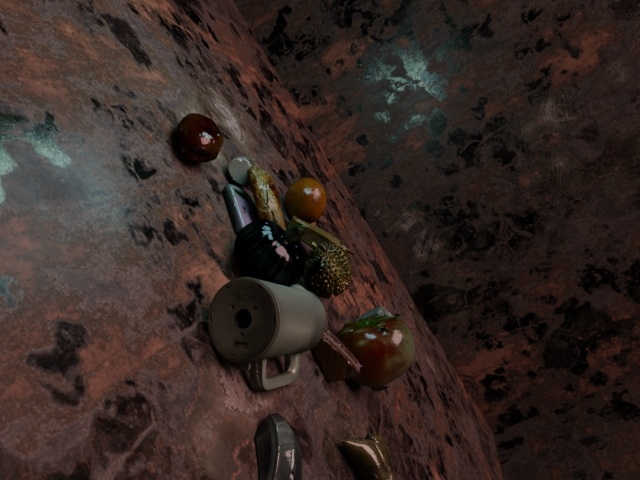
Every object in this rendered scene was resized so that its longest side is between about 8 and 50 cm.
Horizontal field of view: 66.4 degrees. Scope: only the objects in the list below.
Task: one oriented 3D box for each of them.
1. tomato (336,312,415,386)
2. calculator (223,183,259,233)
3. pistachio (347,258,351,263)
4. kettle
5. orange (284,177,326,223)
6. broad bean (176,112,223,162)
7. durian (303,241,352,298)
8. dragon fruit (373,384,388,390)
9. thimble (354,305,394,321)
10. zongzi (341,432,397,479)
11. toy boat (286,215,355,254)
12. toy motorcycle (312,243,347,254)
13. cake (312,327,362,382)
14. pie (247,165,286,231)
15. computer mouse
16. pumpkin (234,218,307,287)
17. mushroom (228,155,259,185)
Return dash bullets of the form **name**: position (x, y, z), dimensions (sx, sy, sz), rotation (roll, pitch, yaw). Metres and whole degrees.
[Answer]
- **tomato**: position (0.209, 0.422, 1.875), dimensions (0.303, 0.303, 0.239), rotation (-26, 101, -73)
- **calculator**: position (-0.268, -0.094, 1.707), dimensions (0.141, 0.045, 0.246), rotation (32, 31, -58)
- **pistachio**: position (0.081, 0.112, 2.262), dimensions (0.113, 0.113, 0.149), rotation (63, 15, 10)
- **kettle**: position (-0.120, 0.239, 1.306), dimensions (0.265, 0.205, 0.318), rotation (62, 14, 18)
- **orange**: position (-0.065, -0.174, 2.181), dimensions (0.206, 0.206, 0.206), rotation (52, 18, -25)
- **broad bean**: position (-0.399, -0.336, 1.610), dimensions (0.156, 0.122, 0.229), rotation (22, 26, -23)
- **durian**: position (0.010, 0.110, 1.922), dimensions (0.237, 0.193, 0.137), rotation (57, 24, 14)
- **dragon fruit**: position (0.245, 0.586, 2.024), dimensions (0.083, 0.056, 0.060), rotation (35, 30, -51)
- **thimble**: position (0.261, 0.406, 2.177), dimensions (0.205, 0.171, 0.250), rotation (56, 18, -6)
- **zongzi**: position (0.145, 0.693, 1.495), dimensions (0.197, 0.099, 0.195), rotation (24, 37, -46)
- **toy boat**: position (0.000, 0.000, 2.080), dimensions (0.310, 0.090, 0.115), rotation (30, 16, 2)
- **toy motorcycle**: position (0.031, 0.046, 2.198), dimensions (0.190, 0.106, 0.074), rotation (-17, 102, -39)
- **cake**: position (0.012, 0.369, 1.703), dimensions (0.295, 0.112, 0.116), rotation (50, 12, 14)
- **pie**: position (-0.184, -0.116, 1.784), dimensions (0.308, 0.085, 0.309), rotation (-17, 90, -90)
- **computer mouse**: position (-0.087, 0.514, 1.150), dimensions (0.126, 0.071, 0.231), rotation (45, 22, -40)
- **pumpkin**: position (-0.134, 0.030, 1.540), dimensions (0.248, 0.247, 0.248), rotation (52, 18, -25)
- **mushroom**: position (-0.287, -0.263, 1.881), dimensions (0.225, 0.093, 0.116), rotation (-48, 123, -82)
